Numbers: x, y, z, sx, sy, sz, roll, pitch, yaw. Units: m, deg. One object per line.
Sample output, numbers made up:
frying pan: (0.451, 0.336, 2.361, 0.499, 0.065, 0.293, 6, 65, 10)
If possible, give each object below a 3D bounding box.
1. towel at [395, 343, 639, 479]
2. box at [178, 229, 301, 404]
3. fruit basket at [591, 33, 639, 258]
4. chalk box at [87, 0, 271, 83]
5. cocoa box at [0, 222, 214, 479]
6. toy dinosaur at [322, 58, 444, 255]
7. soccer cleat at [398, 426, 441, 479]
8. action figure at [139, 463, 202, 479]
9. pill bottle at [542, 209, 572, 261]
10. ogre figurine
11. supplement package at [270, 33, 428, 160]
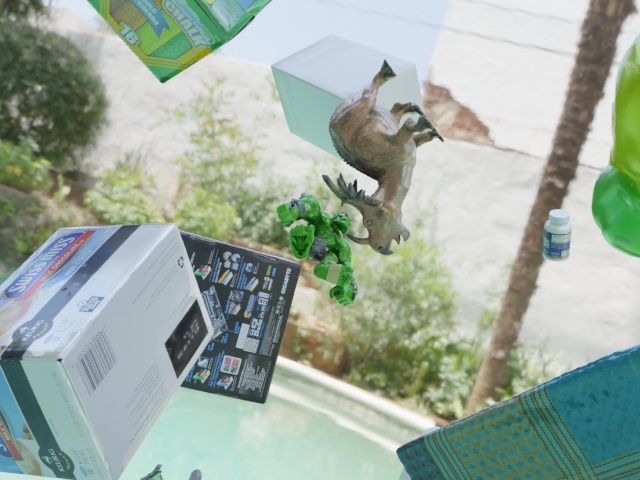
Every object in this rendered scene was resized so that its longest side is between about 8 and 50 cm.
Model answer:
towel: (0.280, 0.288, 0.987, 0.370, 0.271, 0.040, -34, -8, 40)
box: (-0.213, 0.148, 1.762, 0.293, 0.296, 0.073, 15, -2, -19)
fruit basket: (0.329, -0.161, 0.661, 0.283, 0.392, 0.392, 61, -7, 0)
chalk box: (-0.125, -0.275, 0.932, 0.132, 0.132, 0.213, 49, -30, -17)
cocoa box: (-0.354, 0.156, 1.351, 0.228, 0.347, 0.231, -1, -58, 22)
toy dinosaur: (0.072, -0.143, 1.369, 0.127, 0.200, 0.296, 42, 16, -51)
soccer cleat: (0.151, 0.471, 1.459, 0.116, 0.331, 0.143, 15, 8, 43)
action figure: (-0.218, 0.365, 1.262, 0.137, 0.063, 0.232, 46, -38, -16)
pill bottle: (0.589, -0.013, 2.231, 0.067, 0.120, 0.067, -2, 27, 1)
ogre figurine: (0.000, 0.000, 1.442, 0.197, 0.097, 0.118, 36, 31, -14)
supplement package: (0.059, -0.293, 1.887, 0.293, 0.177, 0.175, 35, -31, 48)
